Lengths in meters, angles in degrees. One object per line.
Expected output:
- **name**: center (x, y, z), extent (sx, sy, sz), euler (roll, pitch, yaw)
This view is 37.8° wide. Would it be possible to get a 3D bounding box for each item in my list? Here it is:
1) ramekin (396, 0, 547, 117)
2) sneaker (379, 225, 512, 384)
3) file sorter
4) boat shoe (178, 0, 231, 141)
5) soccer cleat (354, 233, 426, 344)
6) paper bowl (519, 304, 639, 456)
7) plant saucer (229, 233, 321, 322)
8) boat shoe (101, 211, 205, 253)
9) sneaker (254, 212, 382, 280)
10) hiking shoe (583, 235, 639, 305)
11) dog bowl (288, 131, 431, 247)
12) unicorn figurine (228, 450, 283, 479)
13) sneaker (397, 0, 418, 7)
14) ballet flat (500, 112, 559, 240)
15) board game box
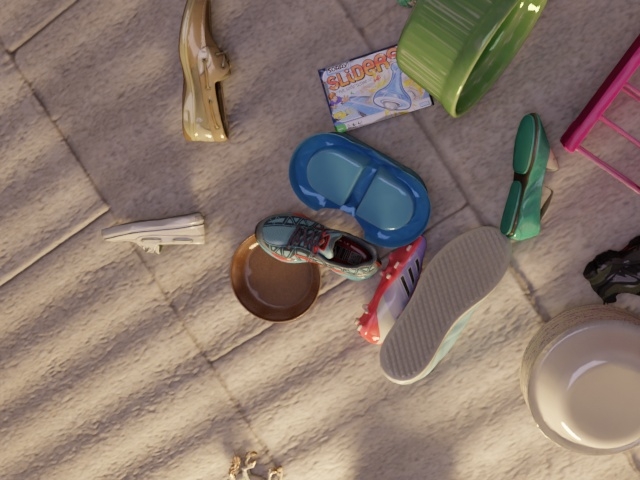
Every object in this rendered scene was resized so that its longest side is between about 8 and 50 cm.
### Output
- **ramekin**: center (0.269, -0.386, 1.670), extent (0.148, 0.303, 0.303), euler (37, 105, 12)
- **sneaker**: center (0.241, 0.129, 1.852), extent (0.135, 0.150, 0.366), euler (40, 83, 14)
- **file sorter**: center (0.591, -0.240, 1.662), extent (0.182, 0.202, 0.290), euler (36, 105, 4)
- **boat shoe**: center (-0.226, -0.349, 1.887), extent (0.098, 0.109, 0.302), euler (4, 105, 7)
- **soccer cleat**: center (0.159, 0.101, 1.888), extent (0.095, 0.083, 0.248), euler (26, 102, -15)
- **paper bowl**: center (0.529, 0.274, 1.760), extent (0.284, 0.148, 0.284), euler (1, 105, 3)
- **plant saucer**: center (-0.091, 0.072, 1.956), extent (0.199, 0.036, 0.198), euler (2, 99, 12)
- **boat shoe**: center (-0.354, -0.007, 1.979), extent (0.226, 0.083, 0.075), euler (-8, 96, 13)
- **sneaker**: center (0.000, 0.000, 1.853), extent (0.262, 0.125, 0.104), euler (15, 79, -4)
- **hiking shoe**: center (0.623, 0.051, 1.773), extent (0.227, 0.086, 0.114), euler (-26, 105, 22)
- **dog bowl**: center (0.084, -0.108, 1.850), extent (0.297, 0.074, 0.166), euler (30, 116, 4)
- **unicorn figurine**: center (-0.132, 0.533, 2.034), extent (0.162, 0.060, 0.111), euler (32, 106, 23)
- **sneaker**: center (0.215, -0.509, 1.787), extent (0.166, 0.065, 0.076), euler (-28, 75, 12)
- **ballet flat**: center (0.410, -0.120, 1.795), extent (0.087, 0.083, 0.247), euler (6, 101, -17)
- **board game box**: center (0.109, -0.303, 1.849), extent (0.201, 0.035, 0.136), euler (-16, 95, 15)
